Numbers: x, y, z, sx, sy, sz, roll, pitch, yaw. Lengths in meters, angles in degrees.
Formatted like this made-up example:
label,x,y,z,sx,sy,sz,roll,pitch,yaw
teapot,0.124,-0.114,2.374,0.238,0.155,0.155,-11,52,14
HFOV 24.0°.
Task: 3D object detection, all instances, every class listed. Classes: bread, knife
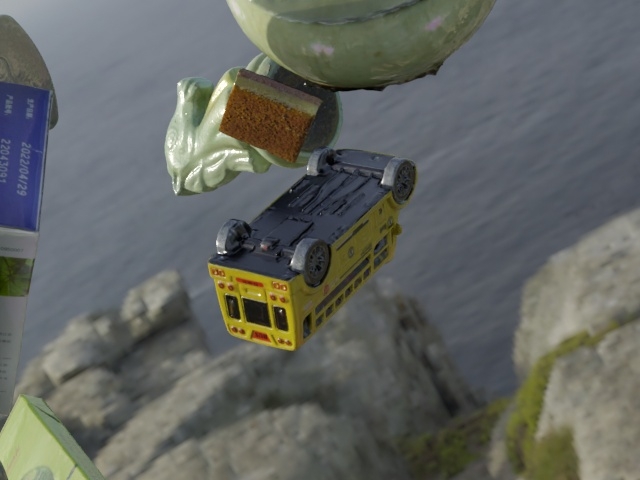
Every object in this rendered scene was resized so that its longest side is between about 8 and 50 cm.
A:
label,x,y,z,sx,sy,sz,roll,pitch,yaw
bread,-0.054,-0.134,1.605,0.090,0.094,0.035,114,178,-56
knife,-0.371,-0.219,1.666,0.043,0.336,0.081,28,82,27

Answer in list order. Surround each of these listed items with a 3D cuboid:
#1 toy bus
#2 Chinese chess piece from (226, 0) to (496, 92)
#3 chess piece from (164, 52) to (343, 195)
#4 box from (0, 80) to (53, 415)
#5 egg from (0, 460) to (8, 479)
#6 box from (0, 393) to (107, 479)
label,x,y,z,sx,sy,sz,roll,pitch,yaw
toy bus,0.000,0.000,1.974,0.145,0.151,0.331,11,34,31
Chinese chess piece,0.051,-0.346,1.782,0.349,0.349,0.146,-29,-30,-1
chess piece,-0.125,-0.170,2.198,0.298,0.175,0.176,-13,20,43
box,-0.344,0.013,1.531,0.106,0.299,0.200,6,47,-11
egg,-0.378,0.244,1.474,0.141,0.181,0.141,-19,-10,-4
box,-0.394,0.380,2.168,0.335,0.047,0.187,37,102,48
